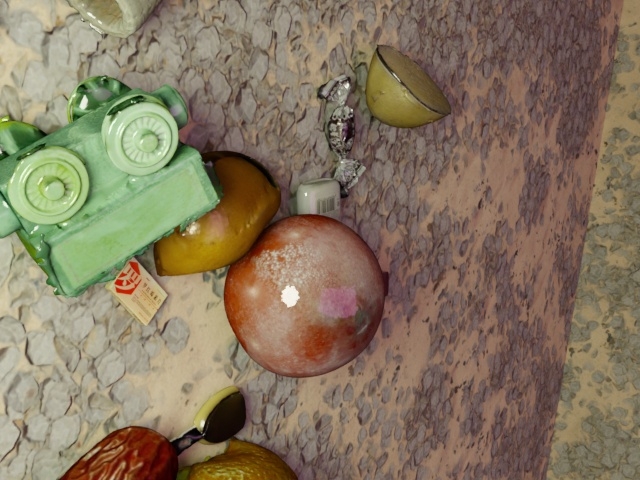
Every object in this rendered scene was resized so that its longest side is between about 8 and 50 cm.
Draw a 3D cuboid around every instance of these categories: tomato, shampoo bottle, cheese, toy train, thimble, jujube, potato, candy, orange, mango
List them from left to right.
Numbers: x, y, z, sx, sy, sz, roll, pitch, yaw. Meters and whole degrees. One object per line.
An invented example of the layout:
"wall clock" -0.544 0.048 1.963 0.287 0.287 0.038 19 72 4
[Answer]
"toy train" -0.261 -0.072 0.878 0.271 0.159 0.188 -36 129 -22
"jujube" -0.280 0.369 0.971 0.255 0.190 0.190 -71 147 -44
"thimble" -0.254 -0.318 0.921 0.115 0.102 0.090 39 61 -17
"cheese" -0.183 0.299 1.189 0.162 0.036 0.086 -26 120 -49
"mango" -0.146 -0.047 1.095 0.236 0.136 0.166 -24 111 -57
"orange" -0.140 0.481 1.189 0.334 0.196 0.263 10 101 -62
"tomato" -0.015 0.092 1.217 0.270 0.227 0.270 -17 114 -41
"shampoo bottle" 0.000 0.000 1.375 0.108 0.051 0.221 -20 113 -51
"candy" 0.039 -0.192 1.396 0.094 0.051 0.226 -27 118 -46
"potato" 0.152 -0.285 1.483 0.202 0.117 0.182 -1 56 -54

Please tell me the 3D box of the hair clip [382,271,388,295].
"hair clip" 0.114 0.096 1.578 0.137 0.022 0.054 -3 95 -54

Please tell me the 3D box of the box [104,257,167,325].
"box" -0.259 0.071 1.058 0.058 0.015 0.093 -61 140 -29
